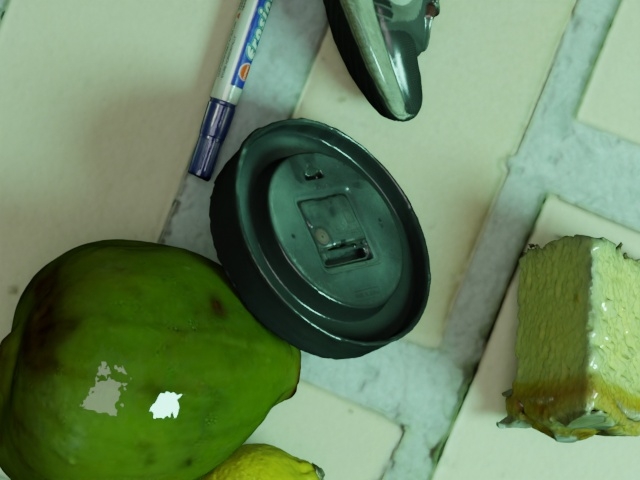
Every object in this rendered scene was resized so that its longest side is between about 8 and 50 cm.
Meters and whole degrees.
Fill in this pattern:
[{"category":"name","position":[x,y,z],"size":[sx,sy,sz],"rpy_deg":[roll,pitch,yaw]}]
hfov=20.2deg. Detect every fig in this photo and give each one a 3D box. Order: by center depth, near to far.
[{"category":"fig","position":[-0.120,0.101,1.287],"size":[0.225,0.203,0.203],"rpy_deg":[9,90,-22]}]

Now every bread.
[{"category":"bread","position":[0.204,0.075,1.321],"size":[0.127,0.152,0.147],"rpy_deg":[4,81,-3]}]

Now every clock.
[{"category":"clock","position":[0.000,0.000,1.305],"size":[0.040,0.184,0.184],"rpy_deg":[-35,92,40]}]

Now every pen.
[{"category":"pen","position":[-0.061,-0.144,1.367],"size":[0.025,0.025,0.204],"rpy_deg":[18,90,-2]}]

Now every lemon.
[{"category":"lemon","position":[-0.054,0.206,1.327],"size":[0.133,0.109,0.109],"rpy_deg":[-31,91,1]}]

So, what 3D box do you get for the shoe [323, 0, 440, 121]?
[{"category":"shoe","position":[0.053,-0.206,1.340],"size":[0.112,0.099,0.227],"rpy_deg":[-20,90,-9]}]
